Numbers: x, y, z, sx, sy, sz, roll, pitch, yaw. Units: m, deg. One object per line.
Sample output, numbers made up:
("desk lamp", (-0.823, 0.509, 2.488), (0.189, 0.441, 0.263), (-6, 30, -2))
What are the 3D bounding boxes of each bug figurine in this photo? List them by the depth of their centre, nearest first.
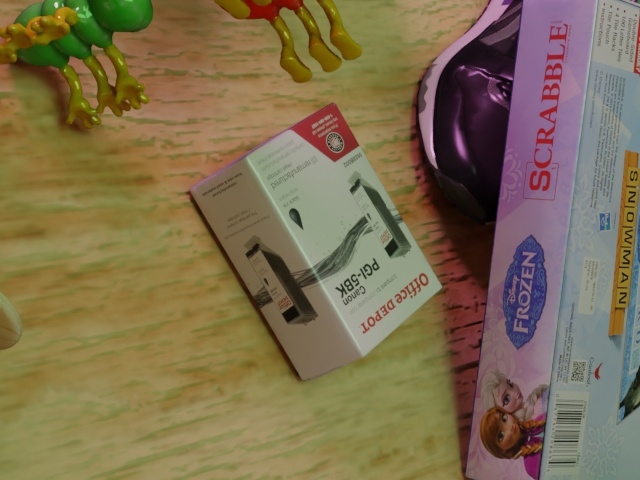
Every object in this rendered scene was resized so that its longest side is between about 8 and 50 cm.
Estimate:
("bug figurine", (-0.100, -0.162, 0.665), (0.279, 0.216, 0.072), (43, 31, -52))

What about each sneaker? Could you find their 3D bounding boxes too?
("sneaker", (0.164, -0.134, 1.000), (0.107, 0.124, 0.283), (45, 46, -19))

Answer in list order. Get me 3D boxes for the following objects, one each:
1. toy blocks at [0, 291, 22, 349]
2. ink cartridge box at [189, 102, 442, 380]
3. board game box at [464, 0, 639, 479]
("toy blocks", (-0.212, 0.059, 0.597), (0.123, 0.054, 0.148), (45, 47, -21))
("ink cartridge box", (0.000, 0.000, 0.828), (0.099, 0.056, 0.135), (-37, 98, -47))
("board game box", (0.245, 0.013, 0.974), (0.318, 0.066, 0.319), (8, 89, -42))
